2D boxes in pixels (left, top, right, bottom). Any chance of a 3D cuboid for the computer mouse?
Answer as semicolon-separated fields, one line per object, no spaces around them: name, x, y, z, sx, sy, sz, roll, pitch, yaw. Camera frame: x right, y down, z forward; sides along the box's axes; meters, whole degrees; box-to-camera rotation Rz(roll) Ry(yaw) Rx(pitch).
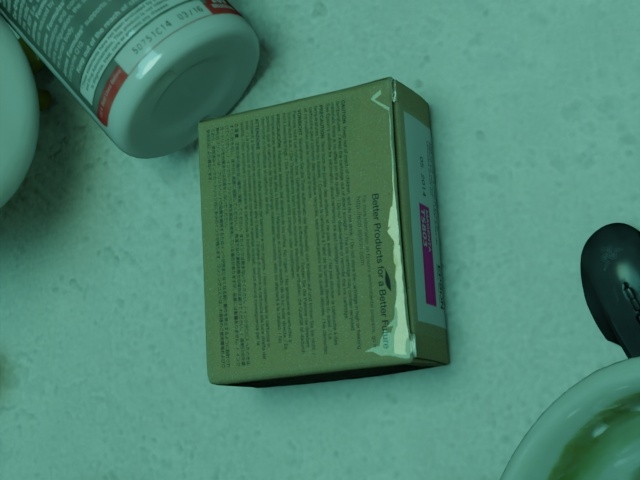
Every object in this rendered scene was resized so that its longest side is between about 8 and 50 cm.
computer mouse;0.260;0.095;0.935;0.071;0.041;0.242;-31;69;19

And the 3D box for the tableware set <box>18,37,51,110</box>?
tableware set;-0.256;-0.203;1.269;0.104;0.024;0.154;38;96;28

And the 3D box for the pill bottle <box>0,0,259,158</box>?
pill bottle;-0.202;-0.225;1.148;0.161;0.161;0.283;-47;72;13

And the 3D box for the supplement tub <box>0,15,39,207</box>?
supplement tub;-0.444;-0.104;1.191;0.331;0.241;0.241;-10;76;48

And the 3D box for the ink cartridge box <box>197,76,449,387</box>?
ink cartridge box;0.000;0.000;1.062;0.193;0.088;0.234;-8;77;25

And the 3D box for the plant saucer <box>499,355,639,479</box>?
plant saucer;0.244;0.278;0.823;0.400;0.100;0.400;-31;53;55
